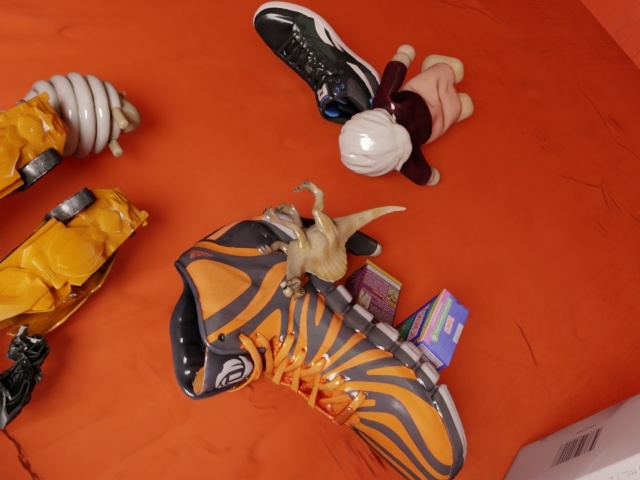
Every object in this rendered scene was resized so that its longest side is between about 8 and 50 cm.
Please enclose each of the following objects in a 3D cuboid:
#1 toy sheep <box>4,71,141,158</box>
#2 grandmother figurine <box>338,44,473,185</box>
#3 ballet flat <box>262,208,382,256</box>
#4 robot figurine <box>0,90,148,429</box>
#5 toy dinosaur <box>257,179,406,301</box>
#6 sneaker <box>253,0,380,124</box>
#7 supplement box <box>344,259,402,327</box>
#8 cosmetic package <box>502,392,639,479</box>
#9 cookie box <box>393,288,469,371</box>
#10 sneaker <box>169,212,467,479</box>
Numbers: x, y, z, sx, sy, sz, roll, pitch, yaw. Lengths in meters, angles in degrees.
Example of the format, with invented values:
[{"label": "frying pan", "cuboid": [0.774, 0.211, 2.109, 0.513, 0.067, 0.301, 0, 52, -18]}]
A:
[{"label": "toy sheep", "cuboid": [-0.237, -0.119, 0.650, 0.132, 0.091, 0.091, -4, 60, -37]}, {"label": "grandmother figurine", "cuboid": [0.129, -0.173, 0.990, 0.342, 0.104, 0.207, -37, 105, -52]}, {"label": "ballet flat", "cuboid": [0.000, 0.000, 0.794, 0.173, 0.057, 0.049, 12, 91, -33]}, {"label": "robot figurine", "cuboid": [-0.261, 0.013, 0.499, 0.211, 0.085, 0.291, 53, 37, -16]}, {"label": "toy dinosaur", "cuboid": [-0.002, -0.007, 0.645, 0.092, 0.053, 0.183, 50, 48, 0]}, {"label": "sneaker", "cuboid": [-0.005, -0.245, 0.960, 0.217, 0.079, 0.121, 30, 42, -19]}, {"label": "supplement box", "cuboid": [0.055, 0.072, 0.771, 0.055, 0.043, 0.083, 36, 40, -12]}, {"label": "cosmetic package", "cuboid": [0.332, 0.297, 0.679, 0.224, 0.224, 0.138, 50, 39, 6]}, {"label": "cookie box", "cuboid": [0.101, 0.114, 0.725, 0.040, 0.107, 0.092, 43, 39, -4]}, {"label": "sneaker", "cuboid": [-0.023, 0.123, 0.620, 0.321, 0.124, 0.180, 46, 42, 17]}]
